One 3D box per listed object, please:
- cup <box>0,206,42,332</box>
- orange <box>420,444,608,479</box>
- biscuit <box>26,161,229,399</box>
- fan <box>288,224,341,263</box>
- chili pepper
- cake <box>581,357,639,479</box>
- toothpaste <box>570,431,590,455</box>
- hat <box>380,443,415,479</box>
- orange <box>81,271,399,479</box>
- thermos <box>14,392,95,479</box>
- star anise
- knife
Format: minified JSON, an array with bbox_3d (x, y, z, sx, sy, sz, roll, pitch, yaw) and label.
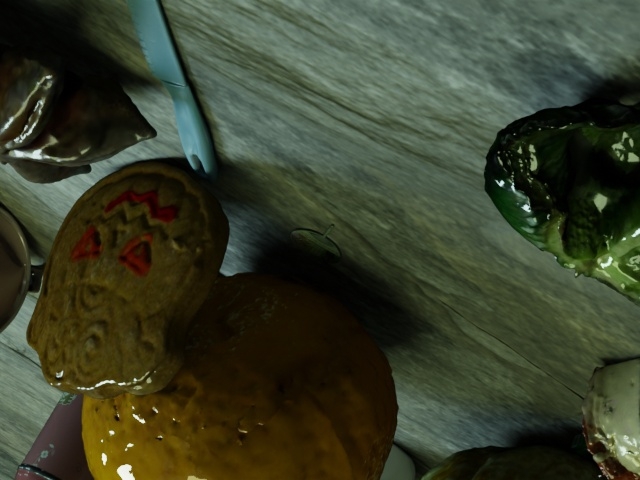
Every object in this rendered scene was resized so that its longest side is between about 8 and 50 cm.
[{"bbox_3d":[-0.501,0.035,1.632,0.200,0.192,0.253,9,180,38],"label":"cup"},{"bbox_3d":[0.232,0.345,1.431,0.368,0.271,0.210,-15,87,53],"label":"orange"},{"bbox_3d":[-0.210,0.037,1.265,0.049,0.257,0.273,31,163,-38],"label":"biscuit"},{"bbox_3d":[0.004,0.006,1.291,0.080,0.003,0.060,-7,138,48],"label":"fan"},{"bbox_3d":[0.242,-0.022,0.937,0.264,0.116,0.148,34,163,-11],"label":"chili pepper"},{"bbox_3d":[0.360,0.218,1.214,0.220,0.117,0.086,38,145,-17],"label":"cake"},{"bbox_3d":[0.310,0.223,1.368,0.017,0.020,0.083,30,153,-10],"label":"toothpaste"},{"bbox_3d":[0.056,0.343,1.686,0.203,0.126,0.203,22,152,12],"label":"hat"},{"bbox_3d":[-0.084,0.205,1.332,0.340,0.340,0.293,7,123,34],"label":"orange"},{"bbox_3d":[-0.358,0.289,1.744,0.136,0.330,0.109,10,148,31],"label":"thermos"},{"bbox_3d":[-0.301,-0.130,1.190,0.315,0.108,0.315,11,167,2],"label":"star anise"},{"bbox_3d":[-0.141,-0.156,1.138,0.044,0.019,0.313,19,149,22],"label":"knife"}]
